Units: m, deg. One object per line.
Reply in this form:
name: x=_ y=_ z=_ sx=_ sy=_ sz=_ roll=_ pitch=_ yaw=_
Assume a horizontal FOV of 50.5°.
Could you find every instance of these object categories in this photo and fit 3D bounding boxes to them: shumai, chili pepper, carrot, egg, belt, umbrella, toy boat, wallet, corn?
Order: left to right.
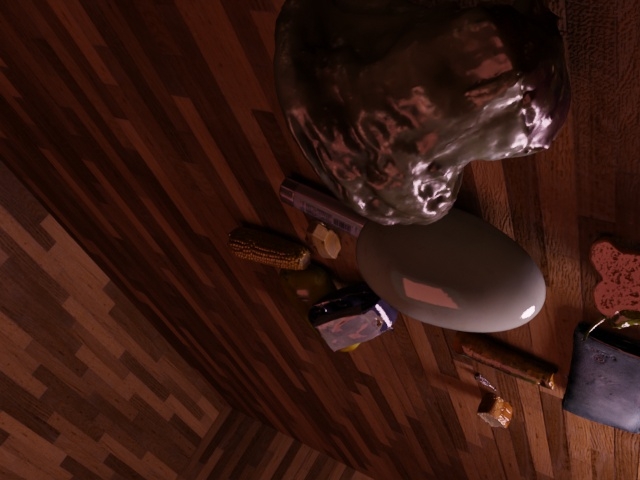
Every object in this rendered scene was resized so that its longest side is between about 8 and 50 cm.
corn: x=-0.145 y=0.024 z=1.879 sx=0.260 sy=0.091 sz=0.091 roll=13 pitch=145 yaw=29
toy boat: x=0.000 y=0.000 z=1.661 sx=0.072 sy=0.064 sz=0.206 roll=23 pitch=168 yaw=16
belt: x=0.081 y=0.192 z=1.810 sx=0.230 sy=0.140 sz=0.126 roll=-19 pitch=124 yaw=25
shumai: x=0.156 y=-0.212 z=0.909 sx=0.323 sy=0.324 sz=0.397 roll=-15 pitch=133 yaw=39
egg: x=0.245 y=0.053 z=1.303 sx=0.371 sy=0.230 sz=0.230 roll=20 pitch=152 yaw=15
umbrella: x=0.457 y=0.394 z=1.894 sx=0.083 sy=0.020 sz=0.031 roll=32 pitch=156 yaw=-7
carrot: x=0.452 y=0.292 z=1.667 sx=0.260 sy=0.070 sz=0.070 roll=21 pitch=152 yaw=23
wallet: x=0.644 y=0.320 z=1.505 sx=0.190 sy=0.046 sz=0.379 roll=18 pitch=150 yaw=27
chili pepper: x=0.565 y=0.121 z=1.227 sx=0.204 sy=0.073 sz=0.072 roll=-20 pitch=104 yaw=47

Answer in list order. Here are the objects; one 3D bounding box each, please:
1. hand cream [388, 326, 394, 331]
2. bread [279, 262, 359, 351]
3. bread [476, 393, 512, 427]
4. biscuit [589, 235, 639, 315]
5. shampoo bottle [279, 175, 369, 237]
hand cream: x=0.170 y=0.238 z=1.968 sx=0.093 sy=0.019 sz=0.030 roll=27 pitch=153 yaw=0
bread: x=-0.001 y=0.205 z=1.995 sx=0.166 sy=0.112 sz=0.383 roll=13 pitch=148 yaw=36
bread: x=0.503 y=0.489 z=1.942 sx=0.083 sy=0.070 sz=0.076 roll=38 pitch=155 yaw=-12
biscuit: x=0.576 y=0.076 z=1.124 sx=0.250 sy=0.036 sz=0.165 roll=9 pitch=118 yaw=42
shampoo bottle: x=0.014 y=-0.073 z=1.554 sx=0.227 sy=0.056 sz=0.086 roll=26 pitch=159 yaw=17
